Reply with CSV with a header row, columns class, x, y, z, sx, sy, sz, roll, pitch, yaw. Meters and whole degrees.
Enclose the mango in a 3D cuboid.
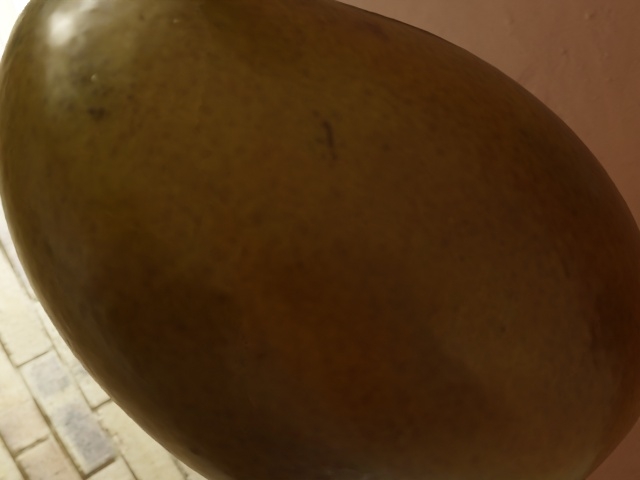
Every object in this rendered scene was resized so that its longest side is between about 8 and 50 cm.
class,x,y,z,sx,sy,sz,roll,pitch,yaw
mango,0.000,0.000,0.502,0.378,0.263,0.221,38,-23,-8
